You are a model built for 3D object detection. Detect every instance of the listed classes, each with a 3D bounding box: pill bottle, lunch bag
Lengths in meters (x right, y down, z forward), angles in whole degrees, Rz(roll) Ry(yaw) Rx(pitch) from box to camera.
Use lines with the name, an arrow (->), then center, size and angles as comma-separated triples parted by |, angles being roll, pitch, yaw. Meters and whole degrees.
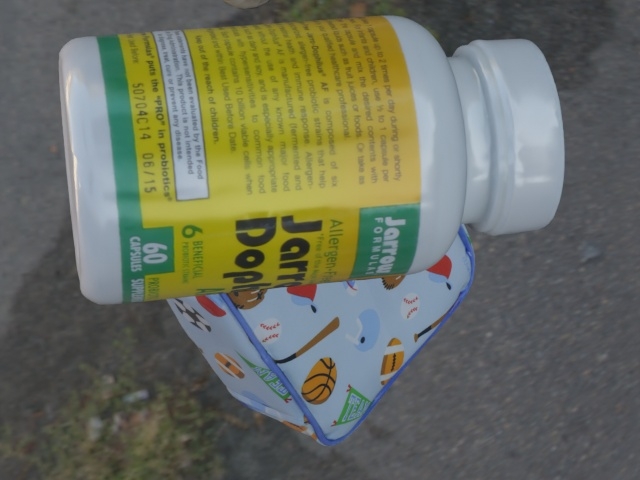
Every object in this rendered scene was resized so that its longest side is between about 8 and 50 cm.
pill bottle -> -0.006, -0.038, 0.674 | 0.208, 0.117, 0.118 | -5, 93, -11
lunch bag -> 0.000, 0.000, 1.186 | 0.115, 0.303, 0.243 | 23, 64, 38

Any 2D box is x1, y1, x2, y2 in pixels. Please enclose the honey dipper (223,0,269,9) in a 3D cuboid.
honey dipper -> -0.079, -0.059, 0.194 | 0.160, 0.030, 0.030 | 14, 101, 17
